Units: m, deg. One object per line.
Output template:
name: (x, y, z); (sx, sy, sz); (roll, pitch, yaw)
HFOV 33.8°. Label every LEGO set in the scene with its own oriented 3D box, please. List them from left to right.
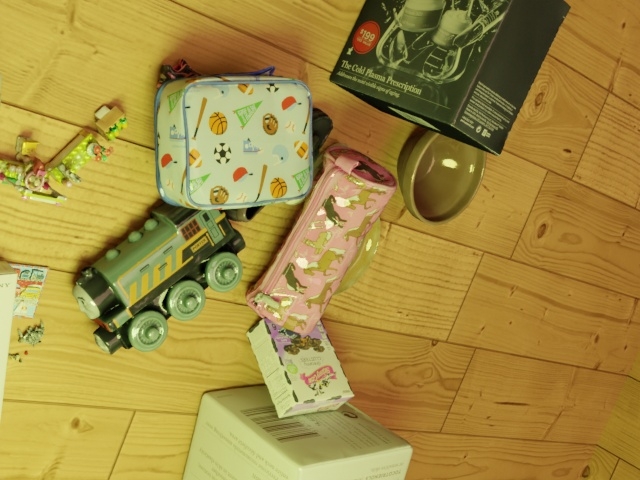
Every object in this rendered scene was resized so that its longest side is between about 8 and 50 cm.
LEGO set: (-0.501, 0.176, 1.819); (0.054, 0.023, 0.083); (14, 100, -47)
LEGO set: (-0.415, -0.125, 1.686); (0.287, 0.107, 0.132); (-16, 121, -38)

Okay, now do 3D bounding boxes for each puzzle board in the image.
puzzle board: (-0.522, 0.084, 1.761); (0.128, 0.011, 0.096); (10, 103, -45)

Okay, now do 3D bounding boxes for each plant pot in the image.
plant pot: (0.033, 0.006, 2.242); (0.236, 0.032, 0.236); (-20, 123, -35)
plant pot: (0.246, -0.161, 2.305); (0.237, 0.110, 0.237); (-21, 123, -35)

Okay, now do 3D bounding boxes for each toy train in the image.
toy train: (-0.287, 0.053, 1.892); (0.334, 0.142, 0.190); (-39, 121, -21)

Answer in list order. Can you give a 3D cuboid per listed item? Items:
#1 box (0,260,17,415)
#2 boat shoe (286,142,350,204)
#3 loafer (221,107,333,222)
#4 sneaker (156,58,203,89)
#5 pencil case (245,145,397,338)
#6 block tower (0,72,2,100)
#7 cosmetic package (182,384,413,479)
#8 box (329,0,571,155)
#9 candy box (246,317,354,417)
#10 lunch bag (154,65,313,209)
box: (-0.617, 0.195, 1.684); (0.232, 0.058, 0.322); (-4, 113, -40)
boat shoe: (-0.003, -0.122, 2.125); (0.184, 0.066, 0.063); (-48, 136, -29)
loafer: (-0.073, -0.136, 2.019); (0.302, 0.095, 0.109); (-43, 134, -20)
sneaker: (-0.230, -0.286, 1.834); (0.119, 0.047, 0.057); (-6, 103, -43)
pencil case: (0.000, 0.000, 2.052); (0.160, 0.167, 0.386); (28, 111, -6)
block tower: (-0.617, -0.225, 1.453); (0.335, 0.097, 0.091); (-9, 116, -43)
cosmetic package: (-0.072, 0.544, 2.197); (0.327, 0.329, 0.394); (0, 111, -45)
box: (0.240, -0.375, 2.018); (0.179, 0.343, 0.312); (23, 93, -47)
candy box: (-0.042, 0.257, 2.178); (0.165, 0.196, 0.070); (1, 147, -45)
lunch bag: (-0.142, -0.179, 1.833); (0.303, 0.115, 0.243); (-8, 99, -41)
